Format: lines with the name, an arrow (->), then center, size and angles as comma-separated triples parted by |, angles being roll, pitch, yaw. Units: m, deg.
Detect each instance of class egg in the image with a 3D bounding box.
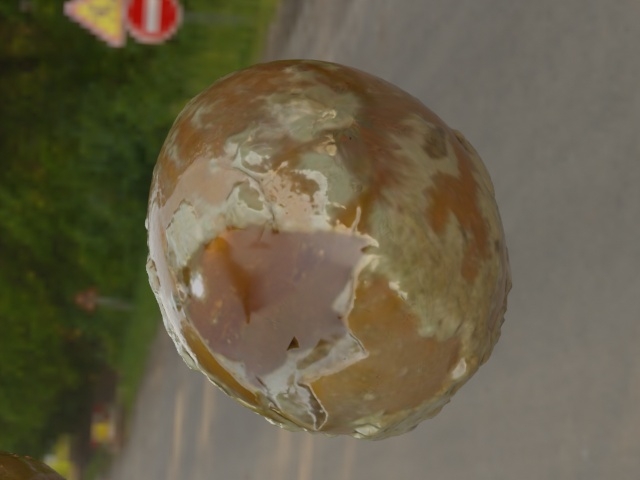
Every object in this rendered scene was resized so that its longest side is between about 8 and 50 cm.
egg -> 0.000, 0.000, 0.963 | 0.233, 0.195, 0.195 | 55, 154, 26

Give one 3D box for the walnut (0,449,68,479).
walnut -> -0.262, 0.308, 1.180 | 0.344, 0.306, 0.306 | -116, 26, -44
